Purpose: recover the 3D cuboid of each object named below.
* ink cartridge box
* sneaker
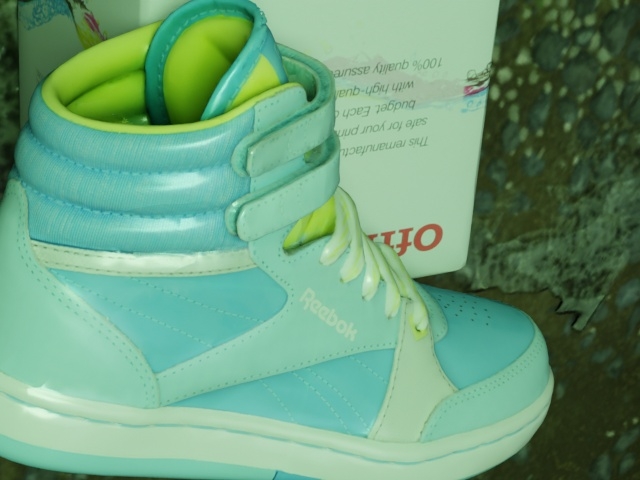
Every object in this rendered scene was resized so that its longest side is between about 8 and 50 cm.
[{"bbox_3d":[-0.039,-0.127,0.835,0.198,0.197,0.270,-9,120,-27],"label":"ink cartridge box"},{"bbox_3d":[0.000,0.000,0.721,0.319,0.127,0.208,3,116,-32],"label":"sneaker"}]
